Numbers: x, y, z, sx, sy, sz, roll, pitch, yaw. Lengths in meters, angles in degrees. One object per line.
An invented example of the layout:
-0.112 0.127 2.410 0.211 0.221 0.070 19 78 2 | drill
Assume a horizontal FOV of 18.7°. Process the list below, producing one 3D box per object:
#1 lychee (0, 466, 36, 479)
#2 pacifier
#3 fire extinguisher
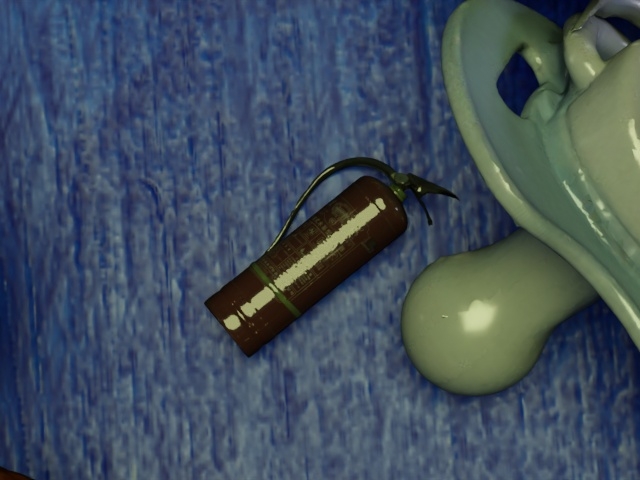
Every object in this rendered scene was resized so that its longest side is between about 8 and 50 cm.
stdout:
-0.181 0.240 1.026 0.300 0.255 0.255 -36 77 37 | lychee
0.144 0.004 1.110 0.233 0.244 0.299 -37 98 26 | pacifier
0.000 0.000 1.171 0.157 0.045 0.078 -39 58 -4 | fire extinguisher
